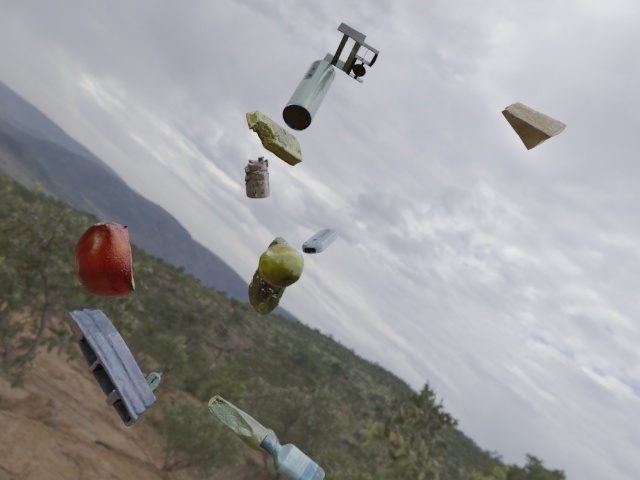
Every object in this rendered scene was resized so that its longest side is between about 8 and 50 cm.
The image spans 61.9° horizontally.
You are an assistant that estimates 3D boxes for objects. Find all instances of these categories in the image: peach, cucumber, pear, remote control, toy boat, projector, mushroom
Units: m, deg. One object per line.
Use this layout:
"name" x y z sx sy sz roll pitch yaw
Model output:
"peach" -0.596 0.068 1.482 0.153 0.159 0.267 67 -27 24
"cucumber" -0.536 0.453 1.635 0.056 0.056 0.250 40 10 -5
"pear" -0.112 0.085 1.559 0.141 0.141 0.104 47 17 -38
"remote control" 0.000 0.000 2.081 0.087 0.047 0.244 4 18 19
"toy boat" -0.465 0.270 1.176 0.282 0.078 0.127 58 -36 6
"projector" -0.036 -0.524 1.908 0.108 0.337 0.108 11 -44 11
"mushroom" -0.269 0.667 1.905 0.333 0.087 0.107 49 -10 -32

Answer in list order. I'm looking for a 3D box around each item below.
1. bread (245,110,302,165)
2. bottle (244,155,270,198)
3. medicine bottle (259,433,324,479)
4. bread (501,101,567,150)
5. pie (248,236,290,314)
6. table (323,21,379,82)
"bread" -0.131 -0.295 1.554 0.226 0.049 0.087 24 51 -58
"bottle" -0.236 -0.237 1.984 0.099 0.099 0.152 27 -57 50
"medicine bottle" -0.088 0.656 1.578 0.209 0.090 0.053 38 -45 4
"bread" 0.595 -0.339 1.495 0.152 0.077 0.105 56 -21 6
"pie" -0.200 0.144 2.097 0.071 0.322 0.323 20 -2 -24
"table" 0.118 -0.687 1.961 0.175 0.062 0.146 29 -36 -4
